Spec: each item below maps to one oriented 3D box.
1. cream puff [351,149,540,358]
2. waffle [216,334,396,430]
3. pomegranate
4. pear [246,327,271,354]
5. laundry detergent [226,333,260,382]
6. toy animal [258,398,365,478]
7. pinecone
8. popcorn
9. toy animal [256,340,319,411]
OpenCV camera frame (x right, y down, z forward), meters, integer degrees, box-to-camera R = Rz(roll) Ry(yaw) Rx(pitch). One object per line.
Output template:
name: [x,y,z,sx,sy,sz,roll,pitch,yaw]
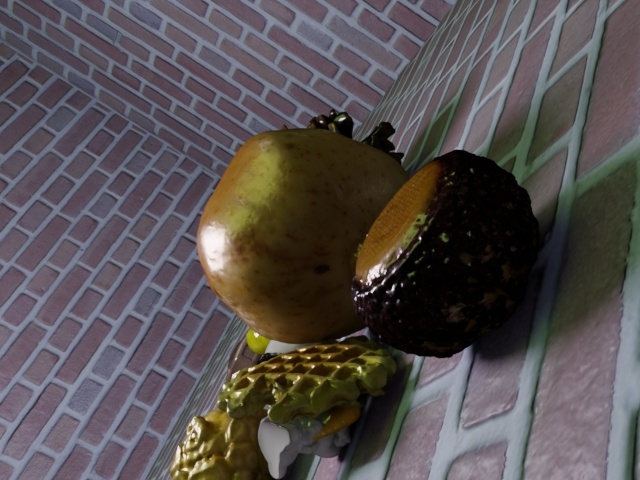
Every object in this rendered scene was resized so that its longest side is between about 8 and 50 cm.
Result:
cream puff: [0.142,0.021,0.747,0.239,0.165,0.239,-56,8,12]
waffle: [-0.023,0.197,0.964,0.261,0.056,0.250,-17,7,-8]
pomegranate: [0.000,0.000,1.095,0.410,0.410,0.410,-56,8,12]
pear: [-0.154,0.270,1.863,0.107,0.107,0.131,-61,15,-23]
laundry detergent: [-0.264,0.398,2.162,0.171,0.076,0.237,-63,9,-31]
toy animal: [0.000,0.252,0.962,0.182,0.127,0.131,-10,-55,-39]
pinecone: [0.029,-0.157,1.597,0.384,0.384,0.384,-56,8,12]
popcorn: [-0.154,0.387,1.127,0.250,0.190,0.250,-165,90,-86]
toy animal: [-0.047,0.248,1.226,0.166,0.138,0.179,-22,23,43]
